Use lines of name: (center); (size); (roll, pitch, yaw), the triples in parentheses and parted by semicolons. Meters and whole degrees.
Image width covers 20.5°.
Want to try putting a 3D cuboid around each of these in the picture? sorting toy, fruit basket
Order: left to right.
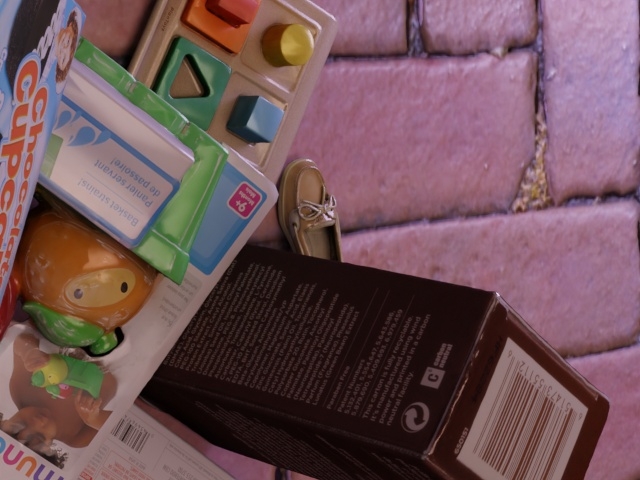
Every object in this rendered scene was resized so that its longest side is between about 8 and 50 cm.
fruit basket: (-0.242, 0.013, 1.312); (0.327, 0.165, 0.353); (39, 79, -23)
sorting toy: (-0.069, -0.154, 1.533); (0.196, 0.047, 0.348); (31, 75, -39)

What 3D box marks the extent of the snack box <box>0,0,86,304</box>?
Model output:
snack box: (-0.236, -0.024, 1.119); (0.187, 0.060, 0.322); (60, 44, -81)

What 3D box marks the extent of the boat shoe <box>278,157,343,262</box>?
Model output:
boat shoe: (-0.001, 0.001, 1.608); (0.056, 0.048, 0.153); (-13, 103, -39)

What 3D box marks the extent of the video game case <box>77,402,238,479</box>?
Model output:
video game case: (-0.183, 0.270, 1.473); (0.269, 0.061, 0.244); (42, 67, -35)

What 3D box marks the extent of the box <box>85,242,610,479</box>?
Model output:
box: (0.016, 0.110, 1.406); (0.191, 0.381, 0.143); (41, 67, -43)
